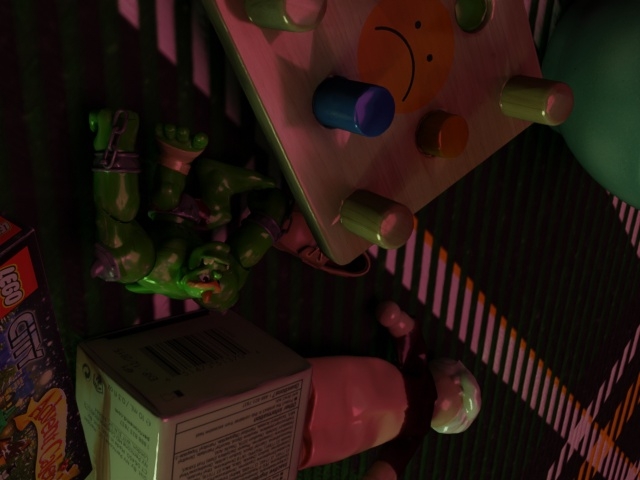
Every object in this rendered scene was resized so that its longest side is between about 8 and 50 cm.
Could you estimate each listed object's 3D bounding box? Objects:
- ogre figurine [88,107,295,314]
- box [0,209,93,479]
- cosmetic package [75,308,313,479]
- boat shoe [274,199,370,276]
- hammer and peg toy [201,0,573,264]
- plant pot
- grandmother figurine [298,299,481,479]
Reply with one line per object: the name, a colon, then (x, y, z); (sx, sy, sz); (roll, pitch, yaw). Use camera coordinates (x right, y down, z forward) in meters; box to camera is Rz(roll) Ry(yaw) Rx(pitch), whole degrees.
ogre figurine: (-0.100, -0.012, 0.610); (0.197, 0.097, 0.118); (36, 67, -69)
box: (-0.202, 0.110, 0.418); (0.159, 0.044, 0.233); (-46, 155, -37)
cosmetic package: (-0.117, 0.223, 0.689); (0.153, 0.129, 0.296); (-11, 118, -43)
boat shoe: (0.000, 0.000, 0.745); (0.135, 0.045, 0.050); (22, 95, -48)
hammer and peg toy: (0.034, -0.185, 0.601); (0.266, 0.127, 0.361); (-37, 123, -17)
plant pot: (0.374, -0.179, 0.906); (0.293, 0.196, 0.293); (-23, 126, -35)
grandmother figurine: (0.065, 0.168, 0.867); (0.342, 0.104, 0.208); (11, 95, -50)
